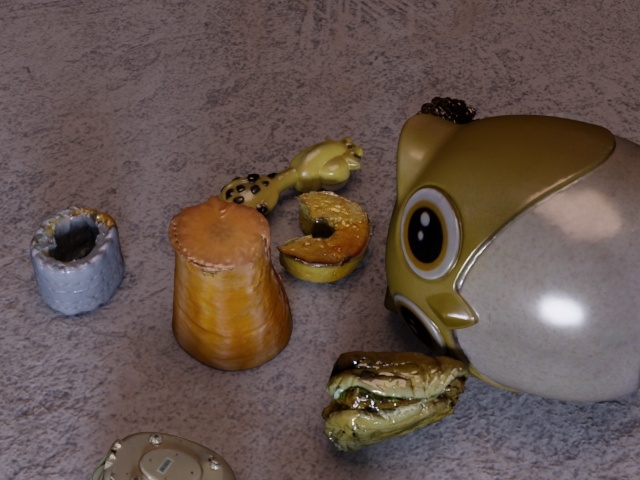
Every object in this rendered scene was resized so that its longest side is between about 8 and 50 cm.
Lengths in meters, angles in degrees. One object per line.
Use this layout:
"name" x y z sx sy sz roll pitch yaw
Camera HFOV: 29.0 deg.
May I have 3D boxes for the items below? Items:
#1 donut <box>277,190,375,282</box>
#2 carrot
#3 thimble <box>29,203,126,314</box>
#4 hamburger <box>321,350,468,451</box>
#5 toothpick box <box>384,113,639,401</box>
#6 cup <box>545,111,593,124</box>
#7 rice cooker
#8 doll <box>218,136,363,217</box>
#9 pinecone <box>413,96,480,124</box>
"donut" 0.012 0.001 2.038 0.146 0.078 0.181 13 43 5
"carrot" -0.136 0.052 1.859 0.196 0.254 0.196 1 50 -1
"thimble" -0.384 0.031 1.955 0.127 0.117 0.151 22 49 17
"hamburger" 0.100 0.211 1.752 0.206 0.183 0.130 -13 75 -16
"toothpick box" 0.303 0.020 1.807 0.425 0.409 0.409 18 47 22
"cup" 0.422 -0.087 2.119 0.167 0.221 0.202 -20 36 25
"rice cooker" -0.208 0.336 1.661 0.206 0.127 0.145 19 42 4
"doll" -0.056 -0.103 2.128 0.291 0.086 0.117 -27 46 -23
"pinecone" 0.228 -0.186 2.201 0.121 0.140 0.140 -6 42 -39
